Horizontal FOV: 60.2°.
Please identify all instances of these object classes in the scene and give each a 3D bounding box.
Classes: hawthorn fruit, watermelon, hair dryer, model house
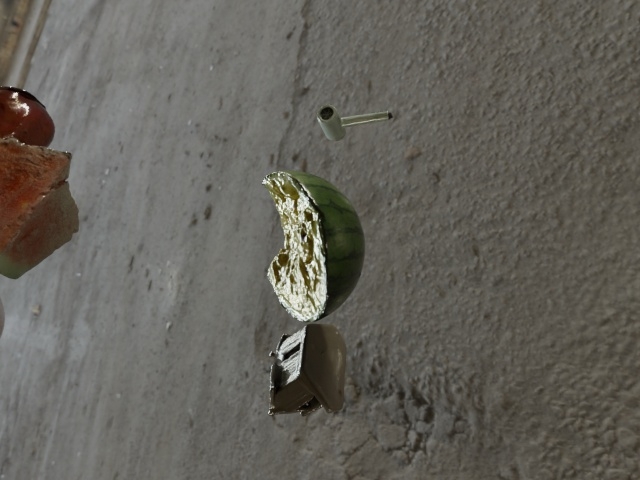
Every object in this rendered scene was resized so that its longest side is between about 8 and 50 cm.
[{"bbox_3d":[-0.717,-0.232,1.241,0.189,0.189,0.251,-37,28,36],"label":"hawthorn fruit"},{"bbox_3d":[-0.611,-0.081,1.102,0.310,0.232,0.193,50,142,36],"label":"watermelon"},{"bbox_3d":[0.000,0.000,1.216,0.331,0.189,0.330,37,137,45],"label":"watermelon"},{"bbox_3d":[0.116,-0.390,1.790,0.237,0.131,0.073,-3,73,14],"label":"hair dryer"},{"bbox_3d":[-0.045,0.307,1.279,0.188,0.122,0.229,-32,34,28],"label":"model house"}]

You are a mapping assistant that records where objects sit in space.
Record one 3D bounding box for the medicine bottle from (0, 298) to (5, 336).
[{"bbox_3d":[-0.775,0.143,1.093,0.241,0.253,0.252,141,136,-58],"label":"medicine bottle"}]
